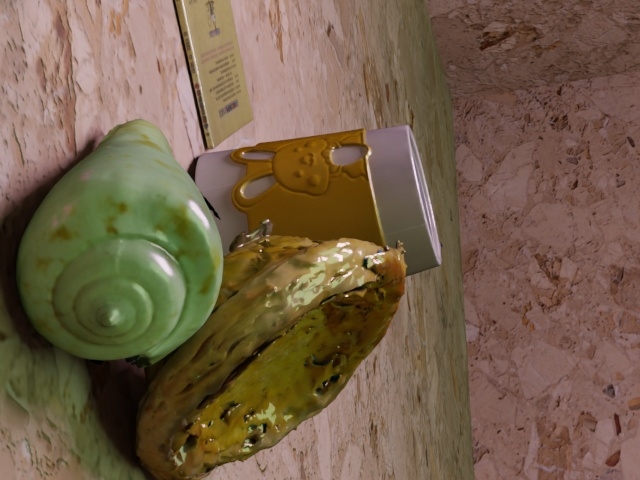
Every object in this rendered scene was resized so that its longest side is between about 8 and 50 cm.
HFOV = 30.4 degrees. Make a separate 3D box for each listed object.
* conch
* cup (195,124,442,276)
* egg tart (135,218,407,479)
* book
[{"bbox_3d":[-0.140,0.007,0.855,0.143,0.137,0.250,52,1,-12],"label":"conch"},{"bbox_3d":[0.000,0.000,1.163,0.185,0.226,0.241,68,12,-46],"label":"cup"},{"bbox_3d":[-0.050,0.077,0.973,0.107,0.291,0.291,46,0,21],"label":"egg tart"},{"bbox_3d":[-0.114,-0.206,1.262,0.168,0.013,0.192,-55,136,-71],"label":"book"}]
